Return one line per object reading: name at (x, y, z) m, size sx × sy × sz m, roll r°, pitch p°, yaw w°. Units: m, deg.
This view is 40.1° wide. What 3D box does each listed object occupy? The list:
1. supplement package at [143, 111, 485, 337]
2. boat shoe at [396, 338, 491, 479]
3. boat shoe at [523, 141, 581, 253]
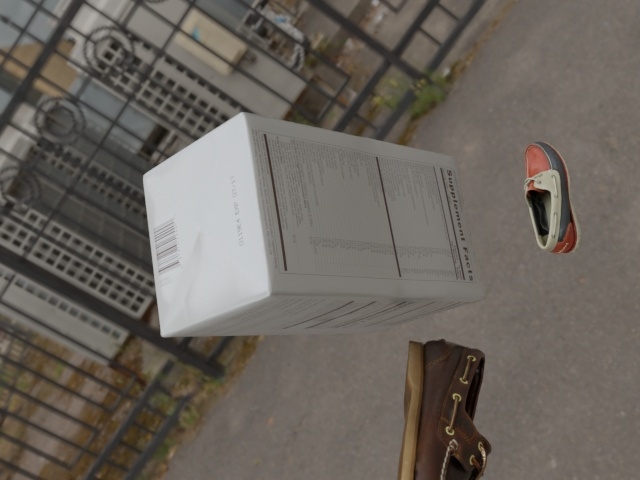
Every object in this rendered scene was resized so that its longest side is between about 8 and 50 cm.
supplement package at (0.000, 0.000, 0.717) m, size 0.134 × 0.244 × 0.139 m, roll -23°, pitch 70°, yaw 43°
boat shoe at (0.097, 0.156, 0.684) m, size 0.207 × 0.073 × 0.073 m, roll -76°, pitch -10°, yaw -48°
boat shoe at (0.244, -0.049, 0.955) m, size 0.049 × 0.043 × 0.137 m, roll -43°, pitch 50°, yaw 54°
